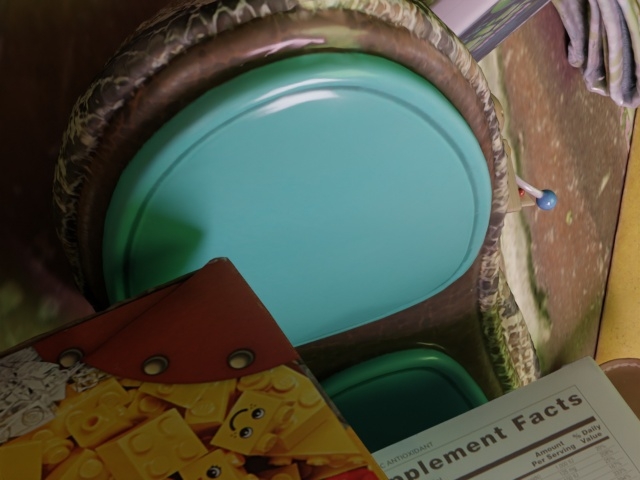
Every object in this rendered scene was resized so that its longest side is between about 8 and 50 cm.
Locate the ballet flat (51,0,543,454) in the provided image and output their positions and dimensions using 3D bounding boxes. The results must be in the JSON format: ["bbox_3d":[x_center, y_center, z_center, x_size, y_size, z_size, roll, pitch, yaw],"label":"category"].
[{"bbox_3d":[0.000,0.000,0.685,0.483,0.164,0.182,62,9,-58],"label":"ballet flat"}]

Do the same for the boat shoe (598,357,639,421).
[{"bbox_3d":[0.168,0.165,1.109,0.341,0.122,0.110,-44,138,-48],"label":"boat shoe"}]

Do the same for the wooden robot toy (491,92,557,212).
[{"bbox_3d":[0.073,-0.049,0.900,0.173,0.076,0.079,-7,90,-64],"label":"wooden robot toy"}]

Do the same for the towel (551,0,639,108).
[{"bbox_3d":[0.222,-0.316,1.077,0.320,0.090,0.374,49,56,-59],"label":"towel"}]

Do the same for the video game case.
[{"bbox_3d":[0.091,-0.120,0.810,0.022,0.190,0.173,54,33,3],"label":"video game case"}]

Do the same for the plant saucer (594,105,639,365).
[{"bbox_3d":[0.347,-0.005,1.460,0.333,0.081,0.332,2,98,-63],"label":"plant saucer"}]

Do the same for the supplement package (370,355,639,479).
[{"bbox_3d":[0.105,0.192,0.624,0.139,0.244,0.134,-21,146,-18],"label":"supplement package"}]

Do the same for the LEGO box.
[{"bbox_3d":[0.004,0.319,0.505,0.193,0.372,0.500,-24,131,-14],"label":"LEGO box"}]
